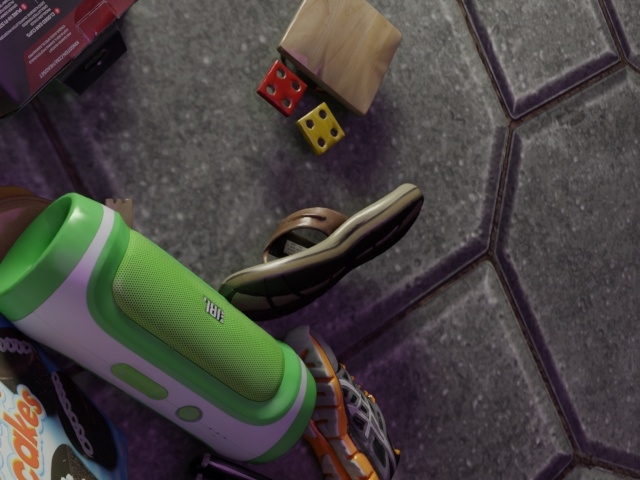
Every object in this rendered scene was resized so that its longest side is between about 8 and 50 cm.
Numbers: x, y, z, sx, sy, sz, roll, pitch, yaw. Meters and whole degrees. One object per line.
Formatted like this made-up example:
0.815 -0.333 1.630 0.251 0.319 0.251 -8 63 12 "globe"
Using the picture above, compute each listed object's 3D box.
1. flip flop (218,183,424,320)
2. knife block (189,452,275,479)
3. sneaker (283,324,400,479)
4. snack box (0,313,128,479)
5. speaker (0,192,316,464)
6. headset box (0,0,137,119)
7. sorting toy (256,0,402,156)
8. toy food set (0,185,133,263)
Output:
0.000 0.000 0.793 0.277 0.112 0.080 -32 70 -27 "flip flop"
-0.015 0.293 0.737 0.276 0.088 0.242 -19 94 -33 "knife block"
0.021 0.186 0.790 0.083 0.084 0.214 -33 104 -46 "sneaker"
-0.207 0.181 0.487 0.060 0.322 0.187 -34 115 -2 "snack box"
-0.138 0.089 0.650 0.296 0.131 0.131 42 62 -30 "speaker"
-0.286 -0.260 0.618 0.293 0.110 0.218 50 60 -28 "headset box"
0.014 -0.226 0.862 0.132 0.046 0.274 35 65 -24 "sorting toy"
-0.269 0.017 0.654 0.192 0.039 0.132 1 89 -38 "toy food set"
